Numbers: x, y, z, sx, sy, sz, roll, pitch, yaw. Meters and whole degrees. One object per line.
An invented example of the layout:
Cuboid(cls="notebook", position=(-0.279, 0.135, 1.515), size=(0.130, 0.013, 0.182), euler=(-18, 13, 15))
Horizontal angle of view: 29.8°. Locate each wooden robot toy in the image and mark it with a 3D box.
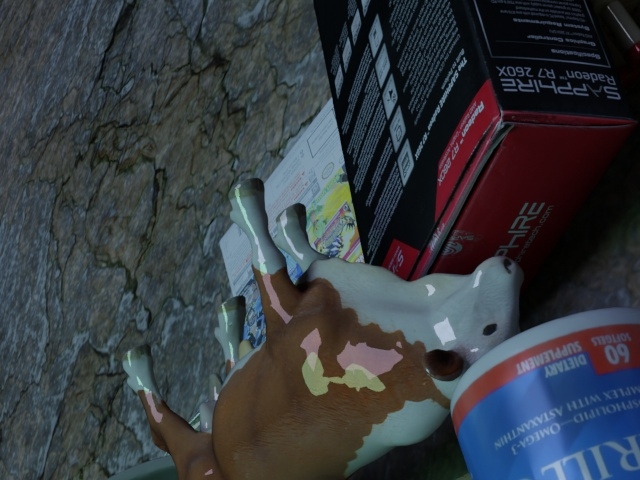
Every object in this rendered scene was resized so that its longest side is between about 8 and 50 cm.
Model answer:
Cuboid(cls="wooden robot toy", position=(0.196, -0.139, 0.771), size=(0.076, 0.079, 0.173), euler=(57, 153, 16))

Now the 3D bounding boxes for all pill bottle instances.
Cuboid(cls="pill bottle", position=(0.148, 0.152, 0.552), size=(0.124, 0.124, 0.221), euler=(-44, 48, 35))

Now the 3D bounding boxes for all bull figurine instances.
Cuboid(cls="bull figurine", position=(-0.010, 0.080, 0.737), size=(0.310, 0.101, 0.188), euler=(-50, 59, 36))

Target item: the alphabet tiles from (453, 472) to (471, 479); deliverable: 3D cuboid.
Cuboid(cls="alphabet tiles", position=(0.115, 0.247, 0.635), size=(0.342, 0.011, 0.285), euler=(-33, 46, 25))

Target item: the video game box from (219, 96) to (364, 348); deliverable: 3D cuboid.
Cuboid(cls="video game box", position=(0.000, 0.000, 0.993), size=(0.205, 0.048, 0.187), euler=(-50, 35, 28))

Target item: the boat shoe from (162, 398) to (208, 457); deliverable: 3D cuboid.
Cuboid(cls="boat shoe", position=(-0.126, 0.250, 0.948), size=(0.109, 0.094, 0.302), euler=(12, 71, 40))

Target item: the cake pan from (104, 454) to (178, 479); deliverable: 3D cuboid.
Cuboid(cls="cake pan", position=(-0.086, 0.282, 0.804), size=(0.293, 0.054, 0.293), euler=(-7, 51, 8))

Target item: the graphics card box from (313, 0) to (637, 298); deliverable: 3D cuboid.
Cuboid(cls="graphics card box", position=(0.080, -0.142, 0.823), size=(0.233, 0.094, 0.371), euler=(111, 154, -50))
